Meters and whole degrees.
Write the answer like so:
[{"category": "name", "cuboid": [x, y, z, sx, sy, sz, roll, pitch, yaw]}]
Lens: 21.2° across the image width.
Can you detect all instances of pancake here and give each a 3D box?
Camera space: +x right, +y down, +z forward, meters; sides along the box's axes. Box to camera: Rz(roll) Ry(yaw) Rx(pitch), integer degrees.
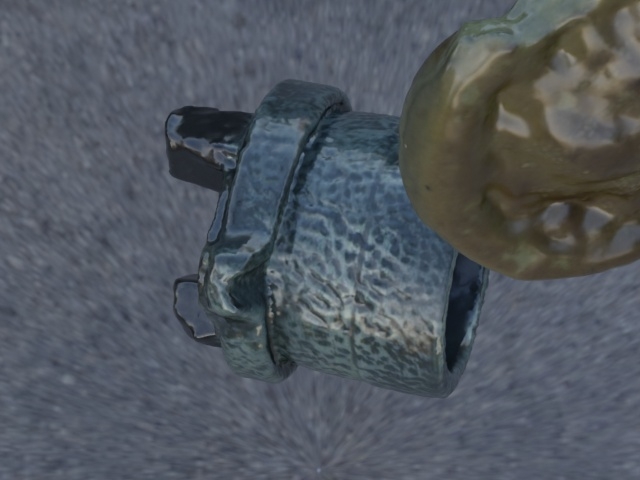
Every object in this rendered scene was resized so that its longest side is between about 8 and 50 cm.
[{"category": "pancake", "cuboid": [0.149, -0.061, 0.734, 0.236, 0.222, 0.042, -21, 52, -1]}]

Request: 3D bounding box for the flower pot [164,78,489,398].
[{"category": "flower pot", "cuboid": [0.000, 0.000, 1.529, 0.283, 0.299, 0.299, 12, 82, 14]}]
